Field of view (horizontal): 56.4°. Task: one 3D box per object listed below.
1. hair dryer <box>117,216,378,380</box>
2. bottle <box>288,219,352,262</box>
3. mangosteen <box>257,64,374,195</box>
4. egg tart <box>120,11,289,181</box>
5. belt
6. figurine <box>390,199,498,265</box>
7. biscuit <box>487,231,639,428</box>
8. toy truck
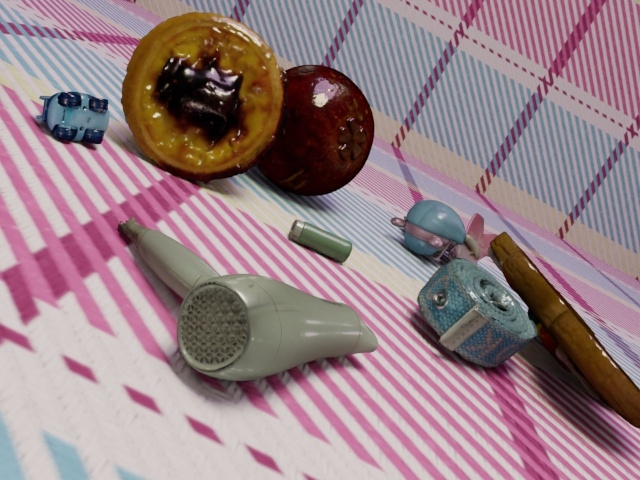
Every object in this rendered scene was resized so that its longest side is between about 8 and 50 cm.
[{"bbox_3d":[-0.085,0.035,0.516,0.237,0.075,0.206,29,7,29],"label":"hair dryer"},{"bbox_3d":[0.000,0.000,0.786,0.083,0.030,0.030,25,17,-14],"label":"bottle"},{"bbox_3d":[-0.039,-0.184,0.998,0.257,0.215,0.215,16,3,42],"label":"mangosteen"},{"bbox_3d":[-0.155,-0.193,0.819,0.215,0.215,0.171,25,6,-14],"label":"egg tart"},{"bbox_3d":[0.190,0.091,0.742,0.163,0.082,0.147,30,22,-32],"label":"belt"},{"bbox_3d":[0.234,-0.022,1.120,0.260,0.103,0.205,11,24,-46],"label":"figurine"},{"bbox_3d":[0.342,0.128,0.851,0.283,0.064,0.432,47,15,-8],"label":"biscuit"},{"bbox_3d":[-0.299,-0.153,0.711,0.090,0.056,0.073,26,17,39],"label":"toy truck"}]
